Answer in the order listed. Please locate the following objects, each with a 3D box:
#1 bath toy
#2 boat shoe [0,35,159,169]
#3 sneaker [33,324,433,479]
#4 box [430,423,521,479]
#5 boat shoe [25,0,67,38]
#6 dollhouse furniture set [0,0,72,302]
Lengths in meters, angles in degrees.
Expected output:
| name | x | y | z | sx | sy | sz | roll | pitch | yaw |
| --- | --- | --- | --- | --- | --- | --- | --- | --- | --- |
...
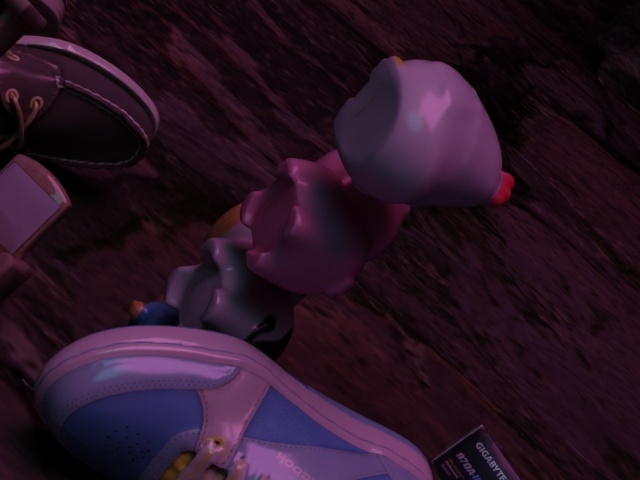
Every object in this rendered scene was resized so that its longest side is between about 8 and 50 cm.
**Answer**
| name | x | y | z | sx | sy | sz | roll | pitch | yaw |
| --- | --- | --- | --- | --- | --- | --- | --- | --- | --- |
| bath toy | 0.000 | 0.000 | 0.963 | 0.129 | 0.348 | 0.151 | 25 | 43 | -30 |
| boat shoe | -0.270 | -0.115 | 1.067 | 0.305 | 0.109 | 0.091 | 20 | 33 | -23 |
| sneaker | -0.036 | 0.185 | 0.877 | 0.319 | 0.127 | 0.208 | 25 | 29 | -26 |
| box | 0.174 | 0.260 | 1.023 | 0.220 | 0.051 | 0.175 | 55 | -2 | 28 |
| boat shoe | -0.365 | -0.300 | 1.016 | 0.500 | 0.187 | 0.156 | 35 | 41 | -60 |
| dollhouse furniture set | -0.287 | -0.120 | 0.808 | 0.286 | 0.198 | 0.303 | 44 | -3 | 9 |
